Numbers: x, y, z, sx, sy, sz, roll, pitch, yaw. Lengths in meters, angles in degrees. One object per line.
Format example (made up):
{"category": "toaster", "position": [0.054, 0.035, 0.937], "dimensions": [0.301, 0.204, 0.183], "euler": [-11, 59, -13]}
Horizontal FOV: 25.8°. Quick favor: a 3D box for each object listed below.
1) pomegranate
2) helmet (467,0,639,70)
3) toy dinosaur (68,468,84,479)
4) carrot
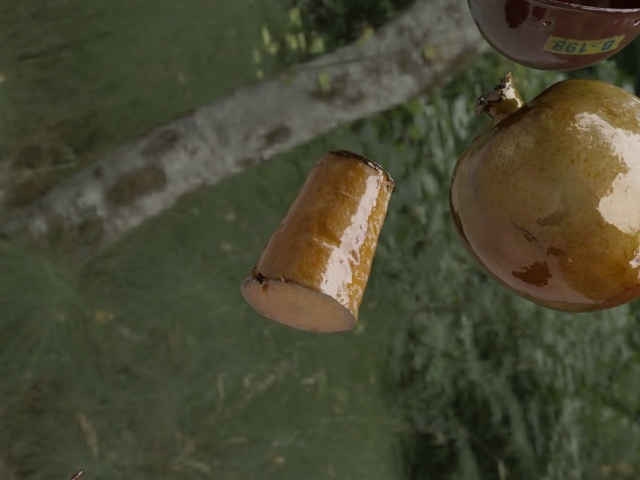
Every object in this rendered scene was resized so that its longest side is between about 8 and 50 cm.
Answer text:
{"category": "pomegranate", "position": [0.301, -0.063, 1.715], "dimensions": [0.319, 0.319, 0.319], "euler": [-9, 90, -76]}
{"category": "helmet", "position": [0.389, -0.397, 2.243], "dimensions": [0.230, 0.385, 0.337], "euler": [105, -25, -46]}
{"category": "toy dinosaur", "position": [-0.197, 0.401, 1.507], "dimensions": [0.113, 0.327, 0.206], "euler": [-10, 110, -53]}
{"category": "carrot", "position": [0.000, 0.000, 2.219], "dimensions": [0.196, 0.196, 0.254], "euler": [59, 45, -58]}
